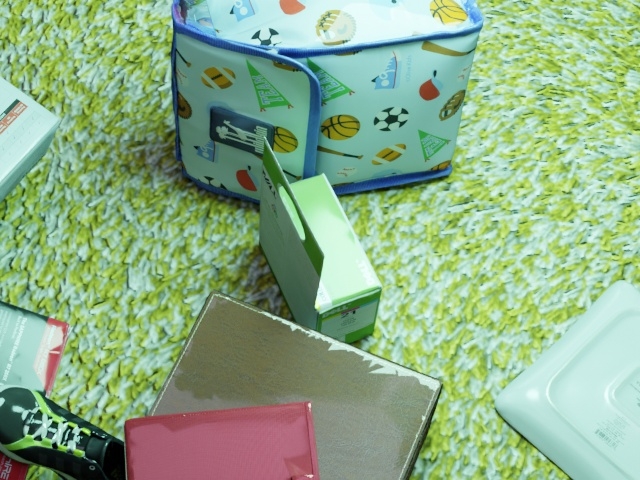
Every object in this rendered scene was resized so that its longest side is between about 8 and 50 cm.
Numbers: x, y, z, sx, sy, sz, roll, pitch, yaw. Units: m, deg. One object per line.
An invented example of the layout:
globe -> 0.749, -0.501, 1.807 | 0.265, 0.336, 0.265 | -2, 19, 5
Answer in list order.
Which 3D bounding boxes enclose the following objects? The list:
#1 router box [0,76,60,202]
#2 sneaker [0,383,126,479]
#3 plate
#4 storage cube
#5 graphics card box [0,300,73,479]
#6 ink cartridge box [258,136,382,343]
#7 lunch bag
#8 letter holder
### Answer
router box -> -0.535, -0.116, 1.585 | 0.301, 0.082, 0.335 | 36, 50, -2
sneaker -> -0.281, 0.231, 1.517 | 0.234, 0.097, 0.084 | 36, 52, -29
plate -> 0.411, 0.208, 1.672 | 0.278, 0.045, 0.277 | -39, 70, -23
storage cube -> -0.094, 0.290, 1.352 | 0.193, 0.184, 0.215 | -5, 66, -3
graphics card box -> -0.507, 0.152, 1.549 | 0.370, 0.094, 0.233 | 21, 58, -16
ink cartridge box -> 0.000, 0.000, 1.643 | 0.097, 0.255, 0.189 | -19, 62, -15
lunch bag -> -0.005, -0.213, 1.734 | 0.385, 0.328, 0.239 | -9, 56, -11
letter holder -> -0.036, 0.231, 1.566 | 0.301, 0.152, 0.214 | 21, 62, 8
